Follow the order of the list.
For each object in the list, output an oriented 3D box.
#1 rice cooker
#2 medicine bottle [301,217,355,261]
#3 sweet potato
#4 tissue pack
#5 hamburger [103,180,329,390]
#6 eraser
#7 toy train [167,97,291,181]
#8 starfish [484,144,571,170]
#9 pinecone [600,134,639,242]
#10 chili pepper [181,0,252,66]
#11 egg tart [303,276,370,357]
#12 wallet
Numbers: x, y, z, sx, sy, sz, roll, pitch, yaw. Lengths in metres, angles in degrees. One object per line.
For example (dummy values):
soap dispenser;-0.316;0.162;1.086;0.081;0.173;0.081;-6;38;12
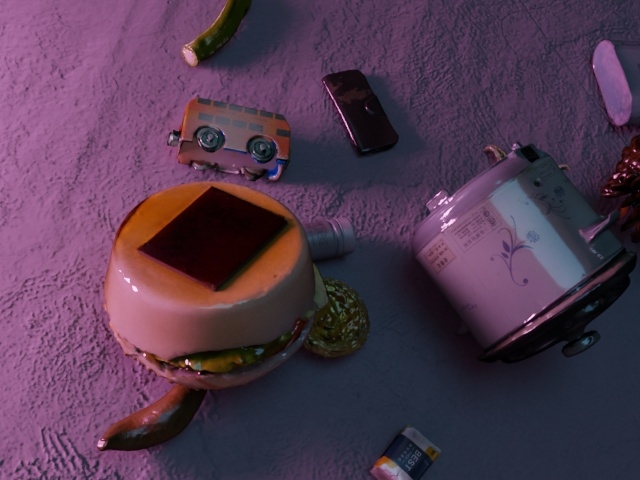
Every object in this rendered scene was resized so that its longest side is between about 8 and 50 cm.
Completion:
rice cooker;0.293;0.032;1.393;0.316;0.316;0.264;52;31;11
medicine bottle;0.000;0.000;1.449;0.091;0.058;0.058;-10;68;-21
sweet potato;-0.188;0.212;1.289;0.069;0.059;0.249;36;55;17
tissue pack;0.117;0.304;1.343;0.062;0.042;0.083;40;60;8
hamburger;-0.146;0.058;1.296;0.302;0.170;0.302;3;43;-2
eraser;0.625;-0.286;1.774;0.227;0.081;0.174;-2;61;-17
toy train;-0.135;-0.153;1.476;0.188;0.072;0.099;11;62;-12
starfish;0.317;-0.071;1.581;0.223;0.050;0.217;-26;51;-14
pinecone;0.606;-0.060;1.570;0.292;0.246;0.246;46;60;-4
chili pepper;-0.159;-0.355;1.588;0.052;0.050;0.201;52;51;-31
egg tart;0.009;0.114;1.402;0.129;0.049;0.128;9;59;-16
wallet;0.066;-0.212;1.599;0.082;0.018;0.156;-16;69;-24
